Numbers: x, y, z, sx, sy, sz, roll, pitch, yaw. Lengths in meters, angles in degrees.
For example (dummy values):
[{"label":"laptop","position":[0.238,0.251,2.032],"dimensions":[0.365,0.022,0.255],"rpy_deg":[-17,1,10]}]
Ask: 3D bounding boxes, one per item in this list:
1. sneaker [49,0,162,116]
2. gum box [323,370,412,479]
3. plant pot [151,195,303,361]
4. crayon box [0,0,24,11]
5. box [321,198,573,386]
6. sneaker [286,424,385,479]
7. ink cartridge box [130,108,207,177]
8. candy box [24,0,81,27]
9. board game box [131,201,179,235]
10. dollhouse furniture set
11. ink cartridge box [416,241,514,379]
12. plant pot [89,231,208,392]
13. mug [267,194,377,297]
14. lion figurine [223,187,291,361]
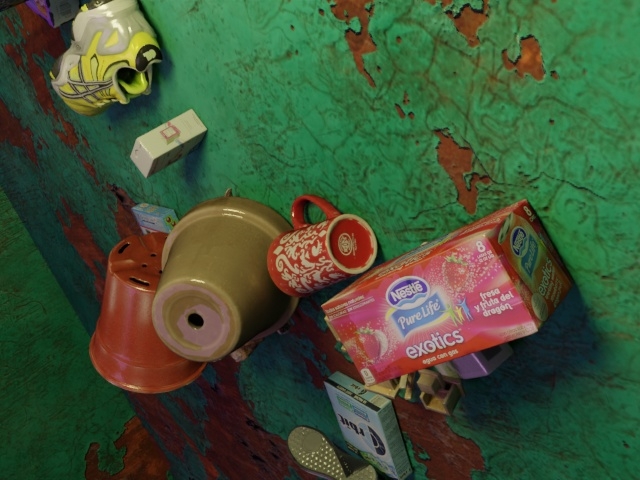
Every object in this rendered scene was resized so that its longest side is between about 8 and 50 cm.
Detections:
[{"label":"sneaker","position":[-0.400,-0.306,1.456],"dimensions":[0.147,0.145,0.385],"rpy_deg":[56,153,0]},{"label":"gum box","position":[0.091,0.356,1.495],"dimensions":[0.157,0.041,0.184],"rpy_deg":[19,135,50]},{"label":"plant pot","position":[-0.169,0.081,1.303],"dimensions":[0.263,0.229,0.263],"rpy_deg":[4,111,11]},{"label":"crayon box","position":[-0.529,-0.437,1.271],"dimensions":[0.323,0.203,0.083],"rpy_deg":[5,124,62]},{"label":"box","position":[0.146,0.066,0.927],"dimensions":[0.257,0.128,0.122],"rpy_deg":[-28,93,41]},{"label":"sneaker","position":[0.040,0.471,1.594],"dimensions":[0.226,0.086,0.163],"rpy_deg":[25,161,36]},{"label":"ink cartridge box","position":[-0.277,-0.175,1.422],"dimensions":[0.052,0.122,0.088],"rpy_deg":[54,152,4]},{"label":"candy box","position":[-0.553,-0.543,1.520],"dimensions":[0.165,0.070,0.196],"rpy_deg":[40,149,27]},{"label":"board game box","position":[-0.353,0.017,1.831],"dimensions":[0.160,0.039,0.211],"rpy_deg":[13,130,50]},{"label":"dollhouse furniture set","position":[0.125,0.149,1.147],"dimensions":[0.161,0.101,0.182],"rpy_deg":[10,142,37]},{"label":"ink cartridge box","position":[0.170,0.112,1.130],"dimensions":[0.189,0.066,0.232],"rpy_deg":[52,173,8]},{"label":"plant pot","position":[-0.364,0.144,1.708],"dimensions":[0.272,0.272,0.265],"rpy_deg":[38,133,30]},{"label":"mug","position":[-0.006,0.007,1.210],"dimensions":[0.150,0.113,0.169],"rpy_deg":[58,149,-7]},{"label":"lion figurine","position":[-0.183,0.074,1.561],"dimensions":[0.240,0.142,0.392],"rpy_deg":[18,121,59]}]
